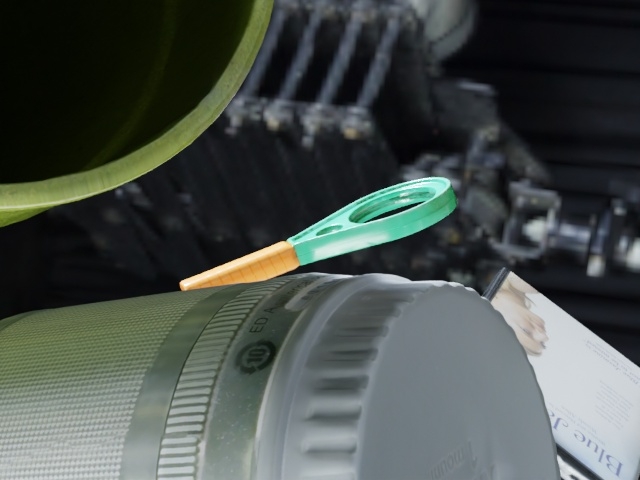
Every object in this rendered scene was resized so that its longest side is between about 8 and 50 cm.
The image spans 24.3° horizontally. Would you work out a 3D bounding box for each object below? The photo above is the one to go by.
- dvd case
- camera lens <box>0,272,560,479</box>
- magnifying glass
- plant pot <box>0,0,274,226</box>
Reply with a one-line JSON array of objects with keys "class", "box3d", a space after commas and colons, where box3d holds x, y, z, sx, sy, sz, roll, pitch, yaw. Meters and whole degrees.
[{"class": "dvd case", "box3d": [0.196, 0.117, 1.235, 0.022, 0.180, 0.253, -54, -5, 24]}, {"class": "camera lens", "box3d": [-0.050, 0.131, 0.707, 0.219, 0.274, 0.219, 21, -115, -54]}, {"class": "magnifying glass", "box3d": [0.000, 0.000, 1.175, 0.092, 0.231, 0.026, -147, 35, -71]}, {"class": "plant pot", "box3d": [-0.269, -0.127, 0.726, 0.367, 0.353, 0.366, 17, -120, -33]}]
